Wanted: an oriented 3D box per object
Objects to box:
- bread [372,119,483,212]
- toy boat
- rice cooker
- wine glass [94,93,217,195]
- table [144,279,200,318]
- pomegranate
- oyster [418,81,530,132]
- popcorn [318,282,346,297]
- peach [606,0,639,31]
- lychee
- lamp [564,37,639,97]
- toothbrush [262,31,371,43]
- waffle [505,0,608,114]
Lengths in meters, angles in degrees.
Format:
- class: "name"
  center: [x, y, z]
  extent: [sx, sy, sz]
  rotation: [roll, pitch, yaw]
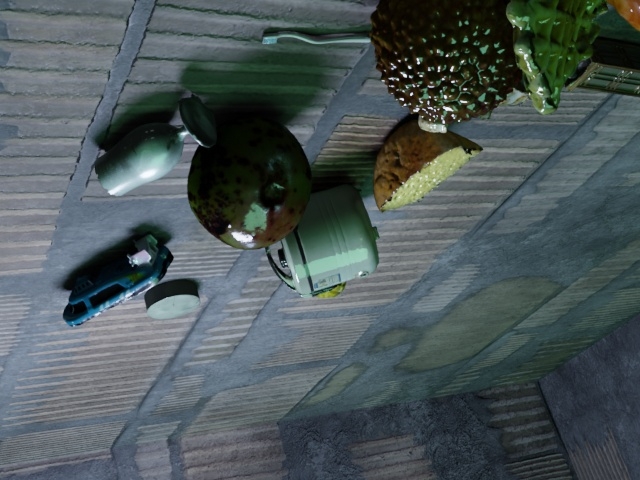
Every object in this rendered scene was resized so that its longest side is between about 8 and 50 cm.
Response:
- class: "bread"
  center: [0.198, -0.171, 1.876]
  extent: [0.129, 0.134, 0.260]
  rotation: [-6, 158, -46]
- class: "toy boat"
  center: [-0.468, 0.085, 2.020]
  extent: [0.299, 0.134, 0.092]
  rotation: [-26, 117, 22]
- class: "rice cooker"
  center: [0.000, 0.000, 2.001]
  extent: [0.244, 0.226, 0.226]
  rotation: [-18, 155, -6]
- class: "wine glass"
  center: [-0.292, -0.163, 1.612]
  extent: [0.222, 0.103, 0.103]
  rotation: [-27, 154, 24]
- class: "table"
  center: [-0.366, 0.147, 2.261]
  extent: [0.134, 0.043, 0.133]
  rotation: [-14, 155, -7]
- class: "pomegranate"
  center: [-0.132, -0.120, 1.716]
  extent: [0.242, 0.306, 0.242]
  rotation: [-1, 110, -4]
- class: "oyster"
  center: [0.310, -0.277, 1.797]
  extent: [0.166, 0.094, 0.294]
  rotation: [-38, 166, 31]
- class: "popcorn"
  center: [0.011, 0.091, 2.333]
  extent: [0.116, 0.106, 0.120]
  rotation: [21, 153, 0]
- class: "peach"
  center: [0.571, -0.429, 1.474]
  extent: [0.214, 0.235, 0.214]
  rotation: [-24, 158, -10]
- class: "lychee"
  center: [0.212, -0.311, 1.438]
  extent: [0.268, 0.267, 0.267]
  rotation: [-14, 155, -7]
- class: "lamp"
  center: [0.612, -0.344, 1.840]
  extent: [0.325, 0.090, 0.089]
  rotation: [0, 149, -35]
- class: "toothbrush"
  center: [-0.001, -0.339, 1.533]
  extent: [0.204, 0.017, 0.022]
  rotation: [-6, 142, -22]
- class: "waffle"
  center: [0.349, -0.366, 1.351]
  extent: [0.073, 0.317, 0.297]
  rotation: [10, 147, 30]
